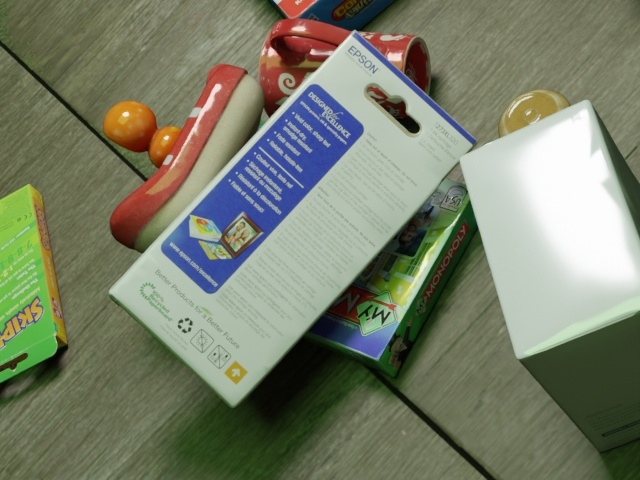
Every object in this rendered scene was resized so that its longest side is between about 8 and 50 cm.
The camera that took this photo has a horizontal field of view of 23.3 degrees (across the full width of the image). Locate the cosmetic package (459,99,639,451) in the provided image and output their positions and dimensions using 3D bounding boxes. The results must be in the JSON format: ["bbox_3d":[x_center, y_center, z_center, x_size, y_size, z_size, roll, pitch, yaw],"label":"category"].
[{"bbox_3d":[0.248,0.037,1.415,0.138,0.224,0.224,-23,53,15],"label":"cosmetic package"}]

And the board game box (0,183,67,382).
[{"bbox_3d":[-0.377,0.061,1.875,0.124,0.039,0.259,-27,49,13],"label":"board game box"}]

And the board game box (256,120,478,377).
[{"bbox_3d":[0.000,0.000,1.693,0.317,0.046,0.213,19,72,36],"label":"board game box"}]

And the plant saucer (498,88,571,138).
[{"bbox_3d":[0.227,-0.130,1.663,0.083,0.015,0.083,-14,57,22],"label":"plant saucer"}]

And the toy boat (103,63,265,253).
[{"bbox_3d":[-0.168,-0.099,1.698,0.151,0.151,0.231,27,73,1],"label":"toy boat"}]

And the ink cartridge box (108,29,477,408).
[{"bbox_3d":[-0.027,-0.021,1.593,0.176,0.069,0.371,43,88,3],"label":"ink cartridge box"}]

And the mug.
[{"bbox_3d":[0.023,-0.184,1.729,0.169,0.150,0.113,4,93,23],"label":"mug"}]

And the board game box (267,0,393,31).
[{"bbox_3d":[0.029,-0.419,1.903,0.308,0.086,0.302,-41,51,2],"label":"board game box"}]
